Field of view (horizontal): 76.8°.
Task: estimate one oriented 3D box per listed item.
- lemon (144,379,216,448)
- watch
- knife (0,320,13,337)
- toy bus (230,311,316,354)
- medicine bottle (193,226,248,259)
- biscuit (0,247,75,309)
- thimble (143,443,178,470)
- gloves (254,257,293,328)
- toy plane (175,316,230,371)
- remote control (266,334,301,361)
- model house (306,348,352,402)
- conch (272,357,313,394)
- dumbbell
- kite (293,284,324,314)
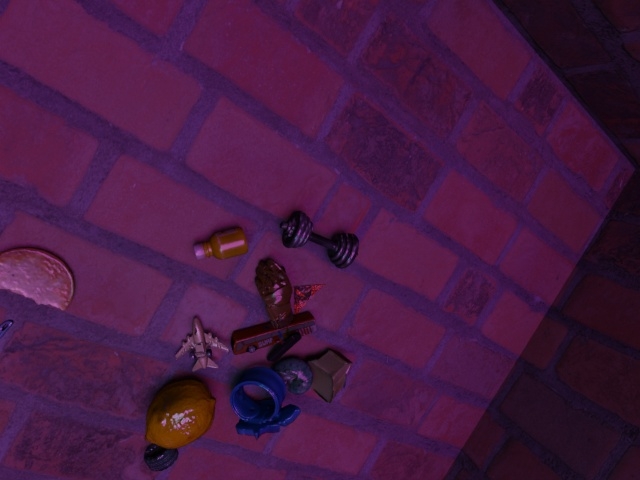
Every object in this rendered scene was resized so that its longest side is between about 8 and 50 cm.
[{"bbox_3d":[-0.613,0.756,1.759,0.322,0.268,0.268,-19,110,-16],"label":"lemon"},{"bbox_3d":[-0.255,0.743,1.881,0.306,0.241,0.274,-8,102,10],"label":"watch"},{"bbox_3d":[-1.291,0.417,1.532,0.044,0.019,0.313,44,87,-18],"label":"knife"},{"bbox_3d":[-0.219,0.440,1.915,0.409,0.093,0.092,-12,113,-19],"label":"toy bus"},{"bbox_3d":[-0.424,0.023,1.706,0.213,0.122,0.121,-15,109,-17],"label":"medicine bottle"},{"bbox_3d":[-1.079,0.129,1.522,0.309,0.040,0.204,29,93,-26],"label":"biscuit"},{"bbox_3d":[-0.729,0.983,1.848,0.135,0.118,0.090,-23,110,-15],"label":"thimble"},{"bbox_3d":[-0.202,0.240,1.842,0.154,0.141,0.330,-15,109,-16],"label":"gloves"},{"bbox_3d":[-0.535,0.467,1.802,0.242,0.104,0.255,-7,114,-4],"label":"toy plane"},{"bbox_3d":[-0.174,0.511,1.916,0.063,0.025,0.245,10,136,-37],"label":"remote control"},{"bbox_3d":[0.051,0.675,2.066,0.189,0.195,0.213,-27,130,-39],"label":"model house"},{"bbox_3d":[-0.130,0.670,1.997,0.196,0.134,0.202,-3,121,25],"label":"conch"},{"bbox_3d":[0.000,0.000,1.837,0.407,0.179,0.179,22,95,-25],"label":"dumbbell"},{"bbox_3d":[-0.089,0.258,1.965,0.222,0.008,0.125,-46,115,-4],"label":"kite"}]
